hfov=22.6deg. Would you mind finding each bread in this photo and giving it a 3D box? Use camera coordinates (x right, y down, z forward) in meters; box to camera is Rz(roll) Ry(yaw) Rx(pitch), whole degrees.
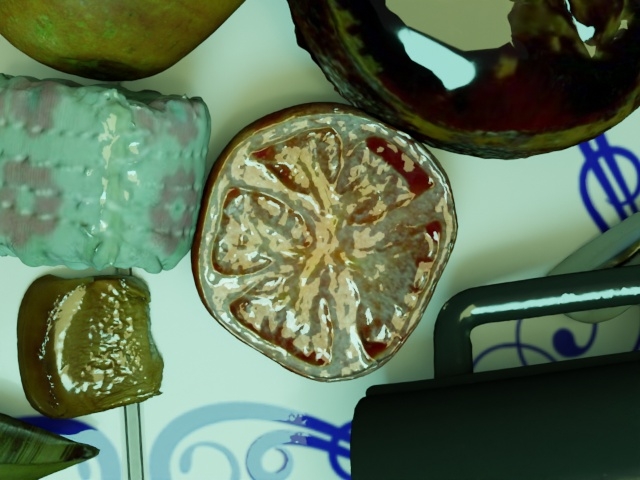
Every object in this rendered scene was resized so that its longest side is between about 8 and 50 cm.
[{"bbox_3d":[-0.201,0.091,1.389,0.126,0.044,0.129,-7,96,-7],"label":"bread"}]

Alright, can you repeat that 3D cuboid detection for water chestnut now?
[{"bbox_3d":[0.134,-0.230,1.247,0.350,0.302,0.350,-1,99,-7],"label":"water chestnut"}]

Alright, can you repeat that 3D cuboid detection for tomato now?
[{"bbox_3d":[0.000,0.000,1.373,0.237,0.095,0.236,-1,95,-9],"label":"tomato"}]

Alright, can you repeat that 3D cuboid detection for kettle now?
[{"bbox_3d":[0.197,0.181,1.332,0.308,0.262,0.203,-13,129,14],"label":"kettle"}]

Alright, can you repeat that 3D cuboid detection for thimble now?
[{"bbox_3d":[-0.183,-0.053,1.285,0.185,0.211,0.149,6,95,-20],"label":"thimble"}]

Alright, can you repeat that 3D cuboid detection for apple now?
[{"bbox_3d":[-0.154,-0.239,1.257,0.207,0.237,0.237,31,94,-34],"label":"apple"}]

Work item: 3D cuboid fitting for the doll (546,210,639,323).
[{"bbox_3d":[0.396,0.117,1.415,0.348,0.161,0.423,-14,100,17],"label":"doll"}]

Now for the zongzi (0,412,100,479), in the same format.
[{"bbox_3d":[-0.366,0.238,1.353,0.300,0.138,0.286,19,100,-17],"label":"zongzi"}]
